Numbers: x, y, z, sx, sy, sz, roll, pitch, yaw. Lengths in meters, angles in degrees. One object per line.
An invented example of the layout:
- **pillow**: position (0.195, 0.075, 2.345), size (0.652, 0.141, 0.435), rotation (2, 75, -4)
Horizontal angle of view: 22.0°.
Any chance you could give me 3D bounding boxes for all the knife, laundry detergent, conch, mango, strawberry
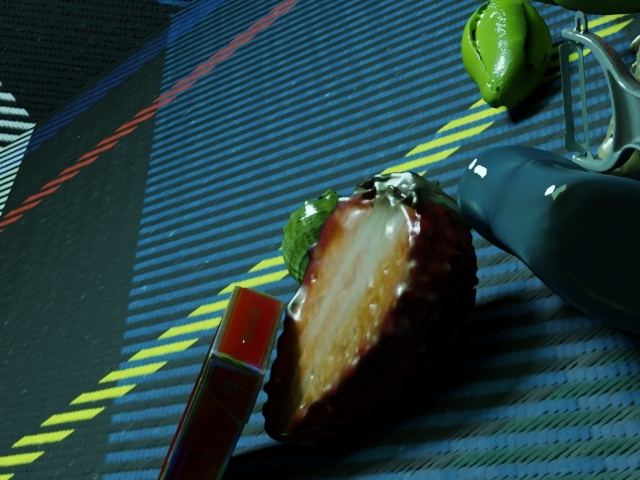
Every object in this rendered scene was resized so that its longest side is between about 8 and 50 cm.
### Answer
- **knife**: position (0.228, -0.086, 1.137), size (0.053, 0.123, 0.278), rotation (-13, 17, -7)
- **laundry detergent**: position (0.174, -0.010, 1.165), size (0.290, 0.143, 0.094), rotation (-139, 67, -77)
- **conch**: position (0.000, 0.000, 1.607), size (0.089, 0.074, 0.121), rotation (-41, 33, 48)
- **mango**: position (0.186, -0.182, 1.639), size (0.091, 0.074, 0.165), rotation (-25, 34, 26)
- **strawberry**: position (0.051, 0.067, 1.292), size (0.236, 0.111, 0.190), rotation (-62, 26, 8)

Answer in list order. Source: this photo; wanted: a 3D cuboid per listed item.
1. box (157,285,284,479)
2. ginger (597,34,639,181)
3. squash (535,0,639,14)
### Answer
- **box**: position (-0.083, 0.137, 1.325), size (0.112, 0.048, 0.175), rotation (-73, 6, -60)
- **ginger**: position (0.298, -0.134, 1.323), size (0.149, 0.065, 0.258), rotation (-20, 24, 41)
- **squash**: position (0.331, -0.261, 1.405), size (0.395, 0.107, 0.107), rotation (-5, 37, 44)
